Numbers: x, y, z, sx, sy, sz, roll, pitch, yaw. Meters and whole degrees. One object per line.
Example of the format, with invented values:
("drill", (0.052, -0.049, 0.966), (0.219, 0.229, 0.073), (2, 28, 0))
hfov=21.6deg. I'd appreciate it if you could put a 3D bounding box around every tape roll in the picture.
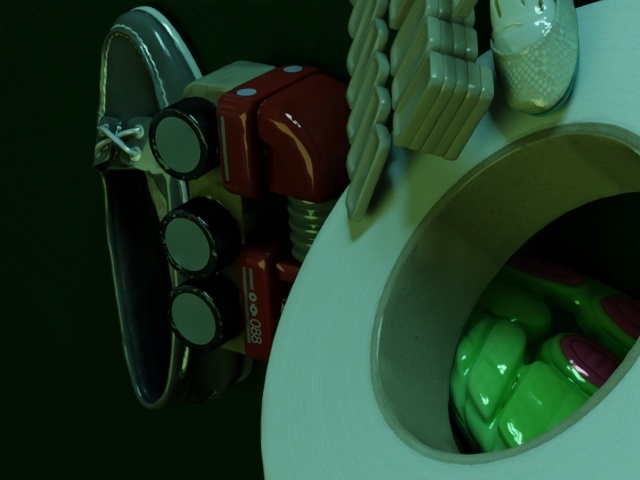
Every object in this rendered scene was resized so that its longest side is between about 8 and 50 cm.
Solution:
("tape roll", (0.129, 0.041, 0.918), (0.072, 0.392, 0.392), (36, 156, -34))

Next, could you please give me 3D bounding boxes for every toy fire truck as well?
("toy fire truck", (0.000, 0.000, 1.206), (0.246, 0.158, 0.217), (13, 118, 32))

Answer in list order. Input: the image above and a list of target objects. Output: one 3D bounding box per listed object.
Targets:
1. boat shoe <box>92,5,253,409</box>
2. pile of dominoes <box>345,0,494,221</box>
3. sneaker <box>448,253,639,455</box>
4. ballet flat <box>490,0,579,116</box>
("boat shoe", (-0.133, -0.019, 1.374), (0.112, 0.095, 0.335), (6, 113, 48))
("pile of dominoes", (0.067, -0.153, 1.033), (0.196, 0.040, 0.251), (119, 160, -45))
("sneaker", (0.200, 0.225, 1.049), (0.483, 0.185, 0.202), (59, 143, 15))
("ballet flat", (0.119, -0.144, 0.979), (0.057, 0.168, 0.052), (-24, 132, 32))
